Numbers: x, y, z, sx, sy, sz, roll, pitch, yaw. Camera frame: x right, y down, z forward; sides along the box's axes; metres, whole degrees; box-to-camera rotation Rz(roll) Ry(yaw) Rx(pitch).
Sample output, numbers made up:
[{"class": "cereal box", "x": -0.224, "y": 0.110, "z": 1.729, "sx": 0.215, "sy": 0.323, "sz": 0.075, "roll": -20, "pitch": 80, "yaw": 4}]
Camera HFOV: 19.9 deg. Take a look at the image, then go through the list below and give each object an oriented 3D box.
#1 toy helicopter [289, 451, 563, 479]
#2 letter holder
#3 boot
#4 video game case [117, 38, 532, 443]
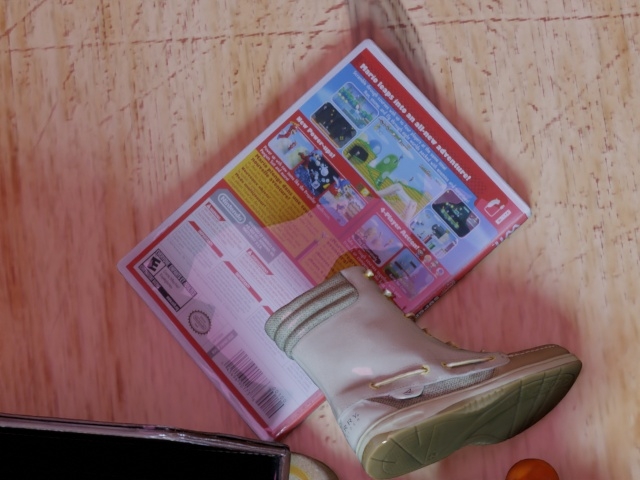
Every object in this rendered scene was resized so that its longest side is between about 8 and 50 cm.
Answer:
[{"class": "toy helicopter", "x": 0.092, "y": 0.244, "z": 1.371, "sx": 0.355, "sy": 0.140, "sz": 0.235, "roll": 26, "pitch": 91, "yaw": 29}, {"class": "letter holder", "x": -0.207, "y": 0.207, "z": 1.370, "sx": 0.302, "sy": 0.214, "sz": 0.152, "roll": 2, "pitch": 79, "yaw": 24}, {"class": "boot", "x": 0.081, "y": 0.085, "z": 1.403, "sx": 0.213, "sy": 0.077, "sz": 0.165, "roll": -16, "pitch": 49, "yaw": -32}, {"class": "video game case", "x": 0.000, "y": 0.000, "z": 1.493, "sx": 0.285, "sy": 0.025, "sz": 0.204, "roll": -42, "pitch": 73, "yaw": 2}]
